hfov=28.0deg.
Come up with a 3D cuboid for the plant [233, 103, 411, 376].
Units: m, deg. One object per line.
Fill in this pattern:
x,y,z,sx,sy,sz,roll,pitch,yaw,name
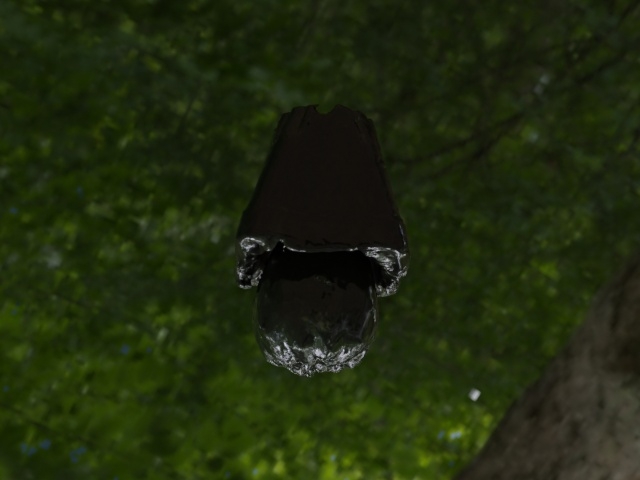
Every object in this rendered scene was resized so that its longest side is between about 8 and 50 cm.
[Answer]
0.000,0.000,1.220,0.164,0.142,0.256,3,-107,-5,plant
